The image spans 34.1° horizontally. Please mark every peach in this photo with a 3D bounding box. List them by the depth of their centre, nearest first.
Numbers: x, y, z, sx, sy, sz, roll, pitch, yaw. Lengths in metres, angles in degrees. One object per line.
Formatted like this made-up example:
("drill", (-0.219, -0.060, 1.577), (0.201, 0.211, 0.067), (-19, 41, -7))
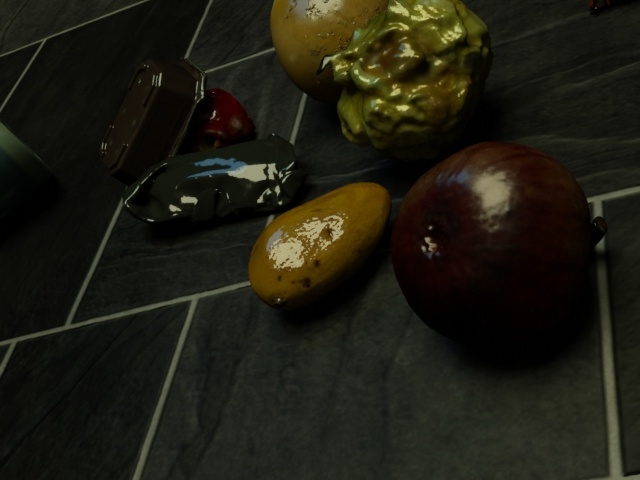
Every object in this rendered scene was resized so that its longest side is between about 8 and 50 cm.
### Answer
("peach", (-0.190, -0.208, 1.797), (0.127, 0.092, 0.172), (-31, 37, 5))

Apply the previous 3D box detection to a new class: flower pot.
("flower pot", (-0.295, -0.198, 1.766), (0.250, 0.084, 0.179), (-63, 32, 12))

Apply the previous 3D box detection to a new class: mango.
("mango", (0.000, 0.000, 1.377), (0.227, 0.109, 0.147), (-42, 34, -17))

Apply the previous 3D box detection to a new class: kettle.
("kettle", (-0.706, -0.093, 1.959), (0.342, 0.247, 0.319), (-45, 5, -6))

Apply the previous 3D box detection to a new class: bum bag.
("bum bag", (-0.165, -0.090, 1.643), (0.327, 0.079, 0.142), (-7, 50, 19))

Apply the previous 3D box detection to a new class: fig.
("fig", (0.193, 0.009, 1.155), (0.235, 0.214, 0.234), (-11, 66, 26))

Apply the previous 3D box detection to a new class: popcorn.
("popcorn", (0.121, -0.236, 1.468), (0.249, 0.225, 0.249), (-60, 3, 6))

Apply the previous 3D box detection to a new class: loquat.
("loquat", (0.034, -0.328, 1.654), (0.235, 0.235, 0.235), (-20, 36, 16))

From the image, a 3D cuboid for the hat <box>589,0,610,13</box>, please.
("hat", (0.512, -0.432, 1.559), (0.228, 0.129, 0.140), (-7, 80, 6))
